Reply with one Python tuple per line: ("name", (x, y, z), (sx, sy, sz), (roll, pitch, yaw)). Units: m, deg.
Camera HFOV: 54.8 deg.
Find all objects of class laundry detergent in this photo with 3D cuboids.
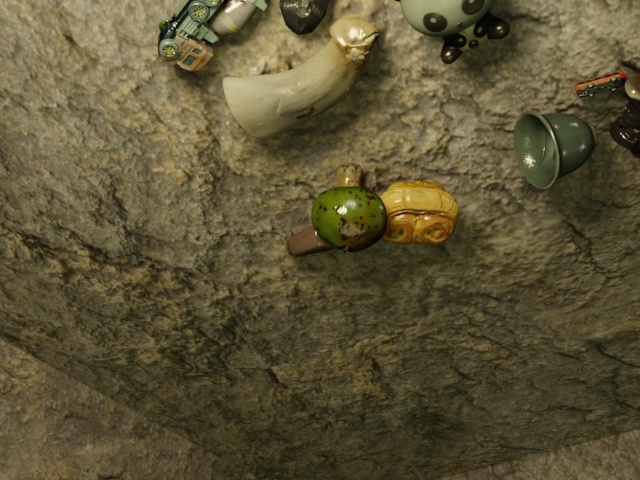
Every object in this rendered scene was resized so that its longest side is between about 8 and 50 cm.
("laundry detergent", (0.000, 0.000, 1.816), (0.171, 0.076, 0.237), (-8, 172, -28))

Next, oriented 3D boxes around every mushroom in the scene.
("mushroom", (-0.029, -0.369, 1.422), (0.397, 0.126, 0.177), (-20, 124, 26))

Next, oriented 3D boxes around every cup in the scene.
("cup", (0.592, -0.237, 1.518), (0.150, 0.199, 0.199), (-15, 137, -7))

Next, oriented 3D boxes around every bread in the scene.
("bread", (0.264, -0.074, 1.720), (0.236, 0.120, 0.198), (3, 138, -2))

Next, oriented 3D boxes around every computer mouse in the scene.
("computer mouse", (-0.031, -0.517, 1.307), (0.105, 0.062, 0.192), (9, 137, -8))

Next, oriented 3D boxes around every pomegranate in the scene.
("pomegranate", (0.077, -0.085, 1.633), (0.202, 0.248, 0.202), (4, 164, 1))

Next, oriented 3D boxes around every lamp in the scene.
("lamp", (0.270, -0.486, 1.254), (0.197, 0.198, 0.244), (-24, 140, 24))

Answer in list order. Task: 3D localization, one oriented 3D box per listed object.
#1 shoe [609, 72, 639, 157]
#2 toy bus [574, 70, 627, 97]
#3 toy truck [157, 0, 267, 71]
("shoe", (0.763, -0.290, 1.483), (0.137, 0.114, 0.291), (-25, 140, 29))
("toy bus", (0.659, -0.368, 1.456), (0.110, 0.043, 0.031), (-12, 131, 17))
("toy truck", (-0.236, -0.476, 1.329), (0.140, 0.108, 0.256), (22, 131, -38))
